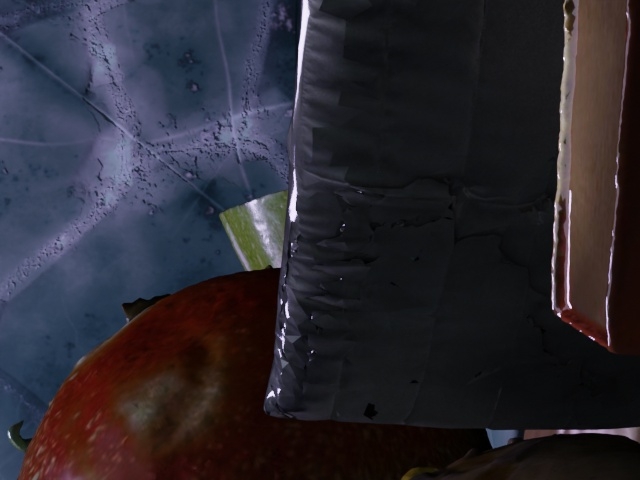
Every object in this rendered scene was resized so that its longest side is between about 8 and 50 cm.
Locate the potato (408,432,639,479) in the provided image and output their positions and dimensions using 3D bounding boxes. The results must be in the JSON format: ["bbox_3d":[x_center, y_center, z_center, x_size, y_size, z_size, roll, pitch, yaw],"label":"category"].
[{"bbox_3d":[0.079,0.136,0.485,0.262,0.165,0.165,-132,43,-67],"label":"potato"}]

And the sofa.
[{"bbox_3d":[0.070,-0.075,0.589,0.225,0.176,0.210,-95,8,-51],"label":"sofa"}]

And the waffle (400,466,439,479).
[{"bbox_3d":[0.038,0.237,0.658,0.260,0.069,0.293,-41,56,29],"label":"waffle"}]

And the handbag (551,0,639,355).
[{"bbox_3d":[0.116,-0.073,0.346,0.063,0.127,0.190,-128,39,-80],"label":"handbag"}]

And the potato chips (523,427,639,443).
[{"bbox_3d":[0.115,0.088,0.709,0.208,0.061,0.195,102,170,-75],"label":"potato chips"}]

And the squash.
[{"bbox_3d":[0.000,0.000,1.585,0.170,0.170,0.123,120,135,-80],"label":"squash"}]

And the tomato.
[{"bbox_3d":[-0.019,0.168,0.920,0.239,0.303,0.304,-127,37,-63],"label":"tomato"}]
